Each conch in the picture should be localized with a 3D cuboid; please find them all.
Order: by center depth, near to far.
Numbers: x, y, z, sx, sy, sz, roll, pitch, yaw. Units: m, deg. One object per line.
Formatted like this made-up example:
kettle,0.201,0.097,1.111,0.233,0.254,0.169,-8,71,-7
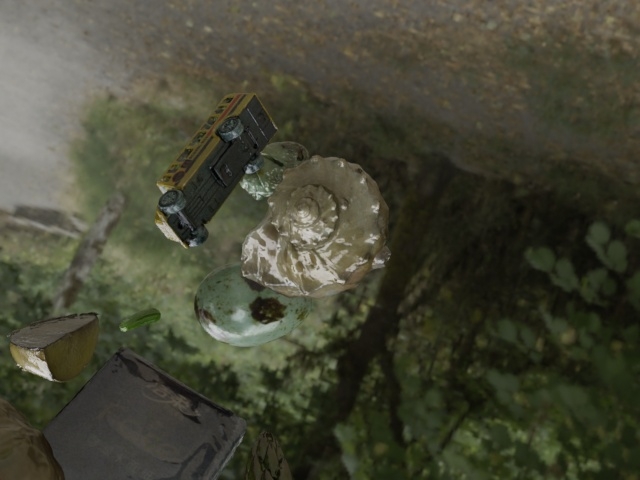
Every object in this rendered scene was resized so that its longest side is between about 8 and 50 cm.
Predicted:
conch,0.004,0.007,1.622,0.186,0.263,0.324,58,-172,32

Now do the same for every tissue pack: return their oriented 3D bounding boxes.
tissue pack,-0.333,0.384,1.681,0.288,0.124,0.394,32,-147,5

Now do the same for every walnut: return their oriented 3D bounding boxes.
walnut,-0.482,0.340,1.376,0.248,0.248,0.248,20,171,3

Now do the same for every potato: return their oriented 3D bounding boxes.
potato,-0.522,0.213,1.880,0.138,0.098,0.243,-3,-170,14

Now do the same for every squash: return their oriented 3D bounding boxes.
squash,-0.279,0.122,1.525,0.027,0.027,0.089,17,-164,24

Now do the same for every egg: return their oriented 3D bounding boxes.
egg,-0.132,0.123,1.931,0.231,0.169,0.169,0,172,-3

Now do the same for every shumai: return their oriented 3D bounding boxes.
shumai,-0.128,-0.194,2.345,0.142,0.184,0.184,54,161,-16

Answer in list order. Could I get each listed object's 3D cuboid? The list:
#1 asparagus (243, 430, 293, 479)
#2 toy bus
asparagus,-0.057,0.353,1.225,0.080,0.287,0.080,-5,135,-5
toy bus,-0.221,-0.145,1.974,0.123,0.335,0.121,12,148,39
